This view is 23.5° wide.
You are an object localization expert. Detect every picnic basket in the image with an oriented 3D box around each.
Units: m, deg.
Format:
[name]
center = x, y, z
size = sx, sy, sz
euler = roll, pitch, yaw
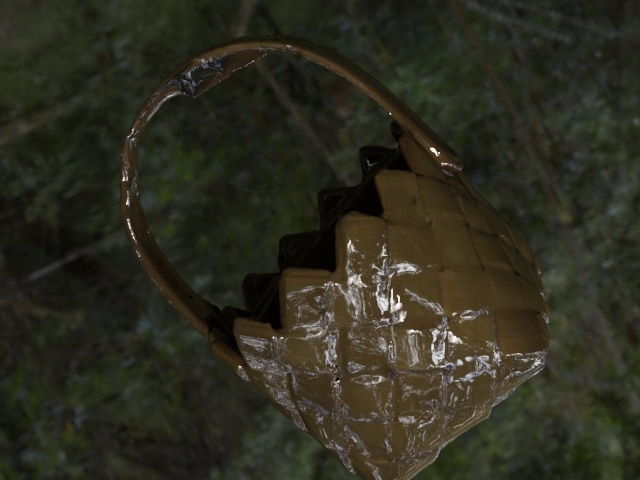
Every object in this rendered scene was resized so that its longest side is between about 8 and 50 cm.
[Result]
[picnic basket]
center = 0.000, 0.000, 0.616
size = 0.128, 0.178, 0.138
euler = -42, -174, 14
